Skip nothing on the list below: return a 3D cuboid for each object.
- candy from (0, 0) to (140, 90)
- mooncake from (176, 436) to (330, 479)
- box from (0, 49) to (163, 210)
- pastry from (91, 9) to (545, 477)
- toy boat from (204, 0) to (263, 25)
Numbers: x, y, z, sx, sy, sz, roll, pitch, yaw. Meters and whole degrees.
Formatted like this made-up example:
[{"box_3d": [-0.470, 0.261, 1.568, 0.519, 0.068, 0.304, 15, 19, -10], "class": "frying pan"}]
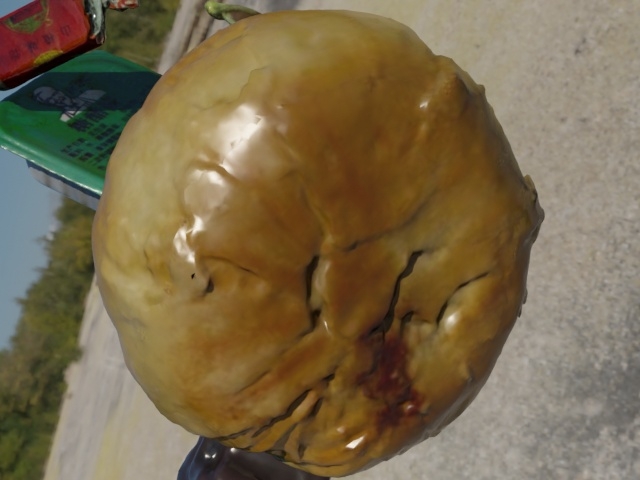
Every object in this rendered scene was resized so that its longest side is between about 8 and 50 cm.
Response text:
[{"box_3d": [-0.346, -0.250, 1.106, 0.059, 0.292, 0.086, -57, -56, -74], "class": "candy"}, {"box_3d": [-0.091, 0.279, 0.985, 0.283, 0.141, 0.282, -158, 90, -84], "class": "mooncake"}, {"box_3d": [-0.252, -0.112, 1.200, 0.264, 0.337, 0.106, -50, -21, -45], "class": "box"}, {"box_3d": [0.000, 0.000, 0.786, 0.245, 0.410, 0.409, 27, 103, 59], "class": "pastry"}, {"box_3d": [-0.069, -0.182, 1.025, 0.293, 0.099, 0.108, 91, 156, -64], "class": "toy boat"}]
